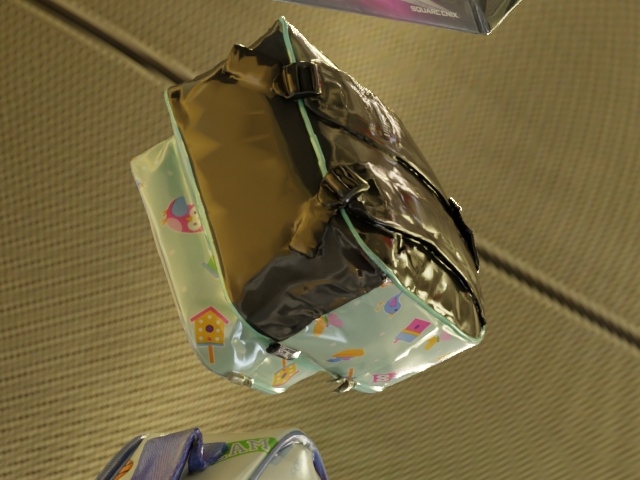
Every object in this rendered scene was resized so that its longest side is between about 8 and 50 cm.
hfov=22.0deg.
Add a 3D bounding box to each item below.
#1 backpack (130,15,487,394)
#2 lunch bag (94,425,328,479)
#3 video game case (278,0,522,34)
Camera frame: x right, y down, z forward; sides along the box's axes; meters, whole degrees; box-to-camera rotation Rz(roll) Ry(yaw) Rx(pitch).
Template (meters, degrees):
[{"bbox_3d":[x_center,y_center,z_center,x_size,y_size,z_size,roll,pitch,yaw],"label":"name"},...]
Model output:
[{"bbox_3d":[0.000,0.000,0.865,0.188,0.144,0.166,25,-145,-53],"label":"backpack"},{"bbox_3d":[-0.068,0.222,0.720,0.303,0.115,0.243,-52,-49,-60],"label":"lunch bag"},{"bbox_3d":[0.023,-0.178,0.776,0.196,0.274,0.026,-46,-47,-28],"label":"video game case"}]
